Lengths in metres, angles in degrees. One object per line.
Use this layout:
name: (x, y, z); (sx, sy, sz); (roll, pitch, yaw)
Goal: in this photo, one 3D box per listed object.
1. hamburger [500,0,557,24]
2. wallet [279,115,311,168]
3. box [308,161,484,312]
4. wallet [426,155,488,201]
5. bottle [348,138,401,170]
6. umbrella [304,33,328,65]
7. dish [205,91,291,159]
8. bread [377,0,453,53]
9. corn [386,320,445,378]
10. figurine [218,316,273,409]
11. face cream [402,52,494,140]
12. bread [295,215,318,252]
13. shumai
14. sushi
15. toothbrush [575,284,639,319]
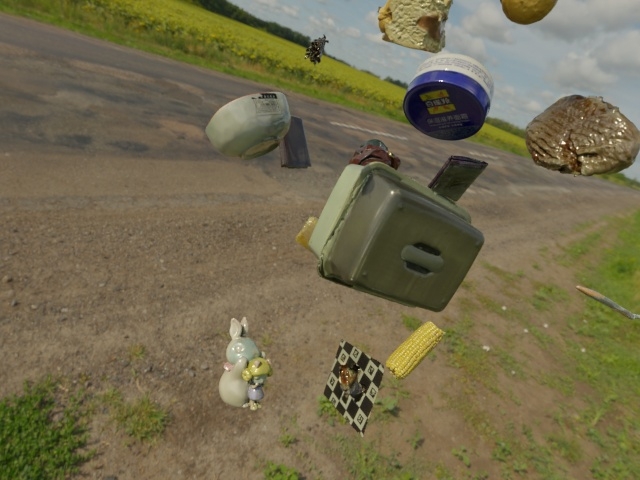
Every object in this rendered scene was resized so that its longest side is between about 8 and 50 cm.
hamburger: (0.615, -0.723, 1.181); (0.161, 0.162, 0.115); (23, 44, 1)
wallet: (-0.121, -0.428, 1.746); (0.049, 0.230, 0.181); (-7, 3, 39)
box: (0.139, 0.001, 0.731); (0.290, 0.221, 0.166); (20, 13, -31)
wallet: (0.363, -0.165, 1.094); (0.110, 0.166, 0.030); (5, 59, -13)
bottle: (0.158, -0.200, 1.187); (0.156, 0.143, 0.272); (3, 50, 9)
umbrella: (-0.003, -0.241, 0.502); (0.020, 0.032, 0.083); (9, 38, 12)
dish: (-0.195, -0.316, 1.171); (0.256, 0.256, 0.117); (-23, 89, -60)
bread: (0.281, -0.669, 1.195); (0.211, 0.184, 0.224); (14, 27, 12)
corn: (0.338, 0.389, 1.436); (0.244, 0.093, 0.093); (-39, 53, -16)
figurine: (-0.218, 0.356, 1.179); (0.127, 0.236, 0.155); (6, 3, -42)
face cream: (0.318, -0.355, 0.999); (0.205, 0.111, 0.206); (20, -19, 7)
bread: (0.000, 0.000, 1.710); (0.196, 0.138, 0.102); (41, 8, 0)
shumai: (0.795, -0.272, 1.188); (0.282, 0.217, 0.346); (17, 16, -32)
sushi: (0.101, 0.397, 1.115); (0.040, 0.193, 0.210); (18, 1, -31)
toothbrush: (0.920, 0.213, 1.229); (0.374, 0.037, 0.028); (26, -10, -13)
